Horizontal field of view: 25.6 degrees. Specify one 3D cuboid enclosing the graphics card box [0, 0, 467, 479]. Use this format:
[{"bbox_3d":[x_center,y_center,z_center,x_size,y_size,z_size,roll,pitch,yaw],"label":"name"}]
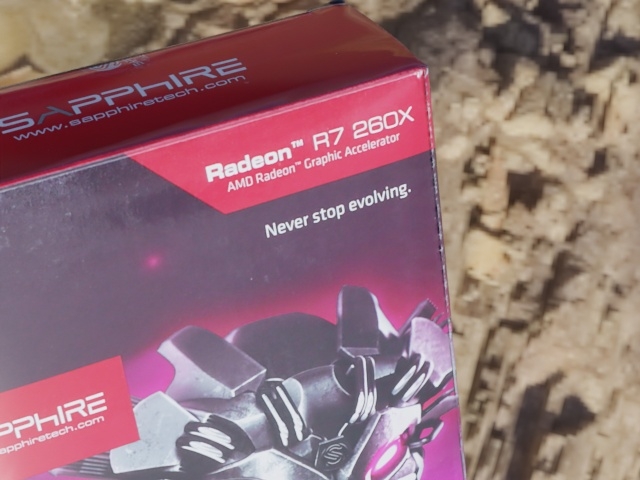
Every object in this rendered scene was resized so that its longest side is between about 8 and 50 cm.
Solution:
[{"bbox_3d":[-0.054,0.102,0.633,0.233,0.094,0.371,-17,121,-17],"label":"graphics card box"}]
